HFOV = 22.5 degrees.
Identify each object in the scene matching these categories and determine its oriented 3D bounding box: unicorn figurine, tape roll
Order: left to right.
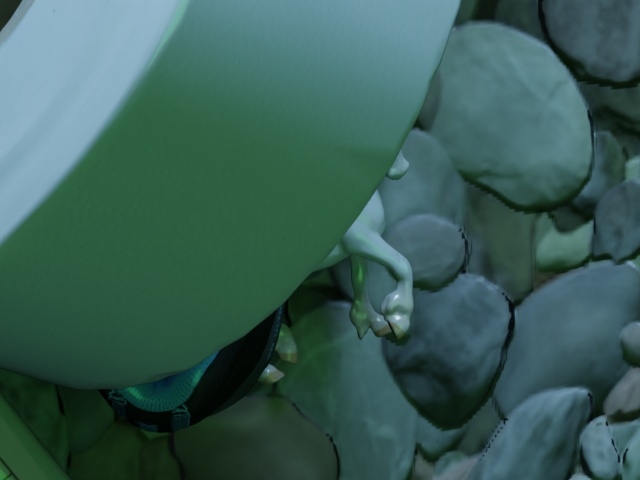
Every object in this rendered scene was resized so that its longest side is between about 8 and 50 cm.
[{"bbox_3d":[-0.085,-0.097,0.553,0.100,0.286,0.286,23,88,-41],"label":"tape roll"},{"bbox_3d":[0.000,0.000,0.776,0.162,0.060,0.111,-21,95,-15],"label":"unicorn figurine"}]

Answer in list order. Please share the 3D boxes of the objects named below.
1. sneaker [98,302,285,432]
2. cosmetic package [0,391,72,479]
[{"bbox_3d":[-0.045,-0.086,0.680,0.125,0.139,0.341,2,91,-1],"label":"sneaker"},{"bbox_3d":[-0.170,0.154,0.695,0.160,0.113,0.309,-39,112,-14],"label":"cosmetic package"}]
